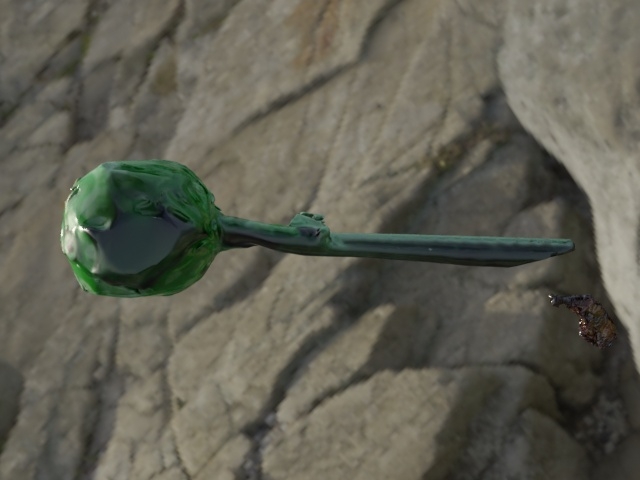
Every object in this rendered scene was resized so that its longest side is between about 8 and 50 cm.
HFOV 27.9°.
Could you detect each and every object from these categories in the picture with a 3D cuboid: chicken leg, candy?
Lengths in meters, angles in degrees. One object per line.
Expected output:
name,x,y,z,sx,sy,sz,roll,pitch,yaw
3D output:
chicken leg,0.254,0.071,1.228,0.036,0.083,0.021,-40,19,13
candy,0.000,-0.001,0.814,0.323,0.097,0.097,3,42,-2
